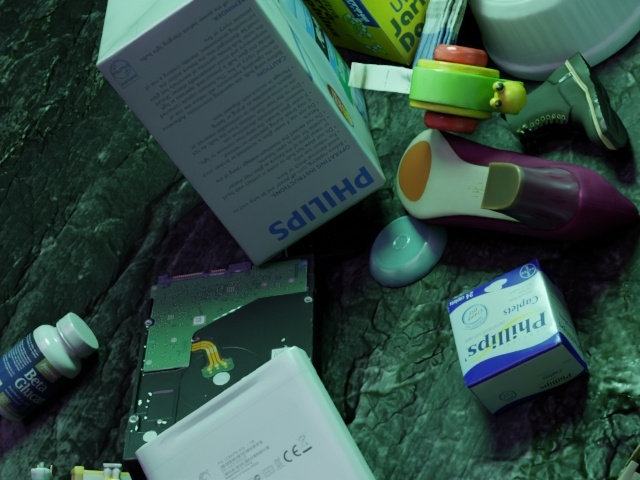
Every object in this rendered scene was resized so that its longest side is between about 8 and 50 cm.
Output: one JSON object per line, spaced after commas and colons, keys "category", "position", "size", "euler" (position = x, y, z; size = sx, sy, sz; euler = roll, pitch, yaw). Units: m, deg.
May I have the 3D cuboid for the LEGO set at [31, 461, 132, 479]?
{"category": "LEGO set", "position": [-0.227, 0.344, 1.753], "size": [0.287, 0.132, 0.107], "euler": [-1, 73, 6]}

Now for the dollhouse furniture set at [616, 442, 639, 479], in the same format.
{"category": "dollhouse furniture set", "position": [0.370, 0.271, 1.377], "size": [0.151, 0.123, 0.144], "euler": [33, 77, 14]}

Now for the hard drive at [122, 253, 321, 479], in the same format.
{"category": "hard drive", "position": [-0.118, 0.161, 1.769], "size": [0.236, 0.064, 0.339], "euler": [-9, 40, 7]}

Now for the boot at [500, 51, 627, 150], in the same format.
{"category": "boot", "position": [0.312, -0.147, 1.775], "size": [0.137, 0.077, 0.198], "euler": [-34, 27, 18]}

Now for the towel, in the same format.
{"category": "towel", "position": [0.184, -0.375, 1.939], "size": [0.209, 0.034, 0.285], "euler": [-124, 48, -80]}

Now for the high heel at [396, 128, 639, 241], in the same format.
{"category": "high heel", "position": [0.236, -0.058, 1.769], "size": [0.377, 0.181, 0.127], "euler": [29, 105, 66]}

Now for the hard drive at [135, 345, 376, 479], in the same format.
{"category": "hard drive", "position": [-0.036, 0.328, 1.528], "size": [0.233, 0.047, 0.353], "euler": [-34, 66, 9]}

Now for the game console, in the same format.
{"category": "game console", "position": [0.000, 0.000, 1.939], "size": [0.107, 0.071, 0.122], "euler": [-56, 29, 34]}

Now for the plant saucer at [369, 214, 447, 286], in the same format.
{"category": "plant saucer", "position": [0.112, 0.007, 1.831], "size": [0.119, 0.021, 0.119], "euler": [-22, 43, 23]}

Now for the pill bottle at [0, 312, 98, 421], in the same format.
{"category": "pill bottle", "position": [-0.419, 0.186, 2.053], "size": [0.169, 0.094, 0.094], "euler": [-39, 40, 5]}

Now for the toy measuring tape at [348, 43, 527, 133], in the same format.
{"category": "toy measuring tape", "position": [0.128, -0.206, 1.798], "size": [0.330, 0.121, 0.121], "euler": [16, 66, 45]}

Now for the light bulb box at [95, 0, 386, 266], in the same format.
{"category": "light bulb box", "position": [-0.108, -0.226, 1.903], "size": [0.225, 0.361, 0.358], "euler": [-32, 27, 12]}

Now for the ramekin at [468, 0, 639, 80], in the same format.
{"category": "ramekin", "position": [0.325, -0.364, 1.905], "size": [0.273, 0.127, 0.273], "euler": [-23, 43, 23]}

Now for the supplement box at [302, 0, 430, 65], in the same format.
{"category": "supplement box", "position": [0.037, -0.436, 2.155], "size": [0.194, 0.195, 0.356], "euler": [-52, 40, -11]}

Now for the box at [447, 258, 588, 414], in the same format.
{"category": "box", "position": [0.228, 0.112, 1.602], "size": [0.126, 0.072, 0.137], "euler": [-28, 42, 18]}
